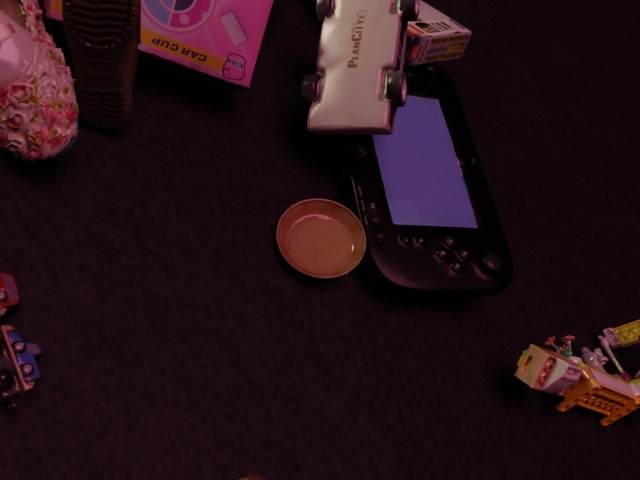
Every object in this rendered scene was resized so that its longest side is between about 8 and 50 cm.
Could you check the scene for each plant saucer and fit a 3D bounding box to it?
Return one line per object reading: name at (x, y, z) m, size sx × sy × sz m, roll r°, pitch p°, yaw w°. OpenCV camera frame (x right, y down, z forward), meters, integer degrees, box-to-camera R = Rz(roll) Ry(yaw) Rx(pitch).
plant saucer at (0.000, 0.000, 0.536) m, size 0.084 × 0.015 × 0.083 m, roll 5°, pitch 60°, yaw -9°

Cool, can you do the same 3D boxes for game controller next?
game controller at (0.099, -0.084, 0.627) m, size 0.167 × 0.067 × 0.318 m, roll 7°, pitch 58°, yaw -28°

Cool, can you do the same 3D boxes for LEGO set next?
LEGO set at (0.319, 0.116, 0.614) m, size 0.287 × 0.132 × 0.107 m, roll -5°, pitch 45°, yaw -8°

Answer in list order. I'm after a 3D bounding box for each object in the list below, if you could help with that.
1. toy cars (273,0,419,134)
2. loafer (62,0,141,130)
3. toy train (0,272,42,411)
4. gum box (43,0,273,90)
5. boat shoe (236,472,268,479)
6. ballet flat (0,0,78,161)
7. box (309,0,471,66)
toy cars at (-0.007, -0.264, 0.633) m, size 0.393 × 0.177 × 0.087 m, roll 57°, pitch 6°, yaw 22°
loafer at (-0.175, -0.164, 0.468) m, size 0.056 × 0.147 × 0.050 m, roll 8°, pitch 36°, yaw -16°
toy train at (-0.220, 0.037, 0.384) m, size 0.036 × 0.027 × 0.158 m, roll -10°, pitch 66°, yaw -47°
gum box at (-0.145, -0.221, 0.530) m, size 0.189 × 0.062 × 0.107 m, roll 15°, pitch 95°, yaw -24°
boat shoe at (-0.009, 0.240, 0.361) m, size 0.072 × 0.068 × 0.190 m, roll -35°, pitch 83°, yaw -29°
ballet flat at (-0.258, -0.167, 0.445) m, size 0.091 × 0.077 × 0.240 m, roll -29°, pitch 69°, yaw 0°
box at (0.071, -0.285, 0.712) m, size 0.114 × 0.036 × 0.207 m, roll -21°, pitch 54°, yaw -38°
